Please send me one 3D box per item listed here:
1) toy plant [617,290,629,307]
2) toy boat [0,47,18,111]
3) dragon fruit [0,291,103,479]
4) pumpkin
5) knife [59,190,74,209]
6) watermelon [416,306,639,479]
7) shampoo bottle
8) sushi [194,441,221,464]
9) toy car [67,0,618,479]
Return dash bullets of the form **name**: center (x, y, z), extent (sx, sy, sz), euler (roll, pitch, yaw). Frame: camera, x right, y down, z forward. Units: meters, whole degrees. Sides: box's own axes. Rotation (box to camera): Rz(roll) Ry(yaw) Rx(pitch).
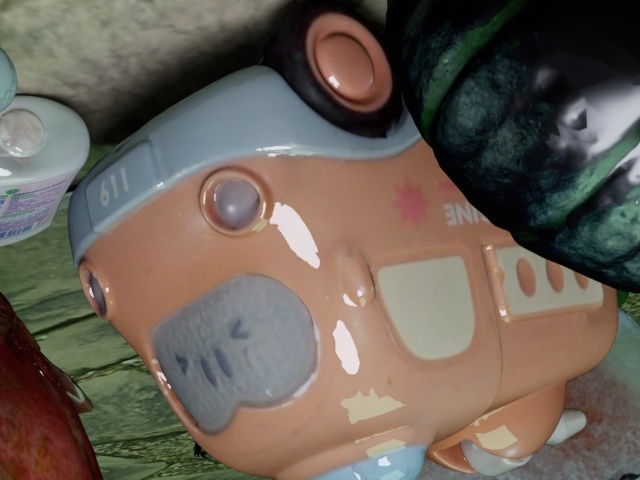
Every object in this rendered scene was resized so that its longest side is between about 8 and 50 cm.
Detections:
- **toy plant**: center (0.147, 0.026, 1.188), extent (0.155, 0.088, 0.240), euler (6, 152, -12)
- **toy boat**: center (-0.226, -0.032, 0.609), extent (0.227, 0.085, 0.155), euler (-2, 160, -43)
- **dragon fruit**: center (-0.241, 0.136, 0.762), extent (0.295, 0.295, 0.301), euler (-23, 124, 22)
- **pumpkin**: center (0.113, -0.066, 0.640), extent (0.202, 0.202, 0.140), euler (2, 139, -50)
- **knife**: center (-0.230, 0.008, 0.884), extent (0.298, 0.017, 0.047), euler (-19, 167, -5)
- **watermelon**: center (0.096, 0.158, 1.071), extent (0.258, 0.387, 0.228), euler (-54, 169, -26)
- **shampoo bottle**: center (-0.148, -0.032, 0.771), extent (0.072, 0.043, 0.099), euler (-12, 164, -26)
- **sushi**: center (-0.063, 0.136, 1.391), extent (0.098, 0.084, 0.094), euler (-27, 159, 20)
- **toy car**: center (0.025, 0.018, 0.800), extent (0.270, 0.212, 0.180), euler (-5, 162, -43)
